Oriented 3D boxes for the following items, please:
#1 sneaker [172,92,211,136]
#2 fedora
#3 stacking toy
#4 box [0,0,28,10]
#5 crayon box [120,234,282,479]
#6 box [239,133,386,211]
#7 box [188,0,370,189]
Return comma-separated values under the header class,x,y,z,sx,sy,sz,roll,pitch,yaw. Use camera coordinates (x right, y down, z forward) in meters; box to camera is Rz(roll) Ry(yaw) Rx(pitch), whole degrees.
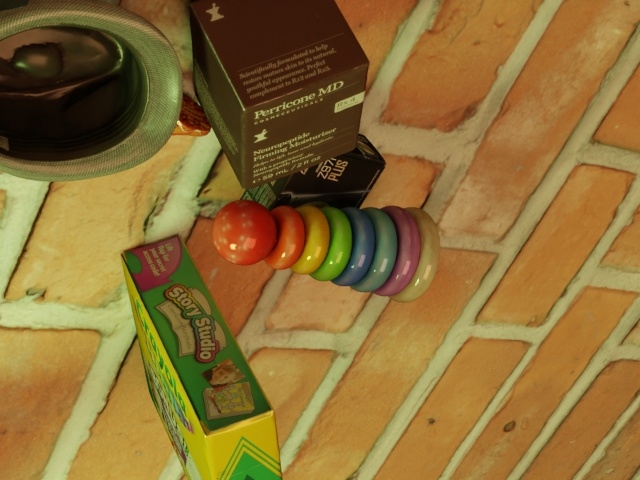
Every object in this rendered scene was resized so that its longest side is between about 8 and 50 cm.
class,x,y,z,sx,sy,sz,roll,pitch,yaw
sneaker,-0.224,-0.162,1.526,0.175,0.064,0.067,9,143,-32
fedora,-0.308,-0.195,1.380,0.275,0.124,0.244,-8,130,-15
stacking toy,0.000,0.000,1.651,0.330,0.141,0.141,9,123,-29
box,-0.353,-0.385,0.991,0.294,0.183,0.296,20,100,-10
crayon box,-0.167,0.227,1.677,0.106,0.363,0.313,-20,136,-15
box,-0.016,-0.076,1.708,0.147,0.077,0.180,12,121,-38
box,-0.054,-0.200,1.463,0.168,0.167,0.203,-22,158,-13
